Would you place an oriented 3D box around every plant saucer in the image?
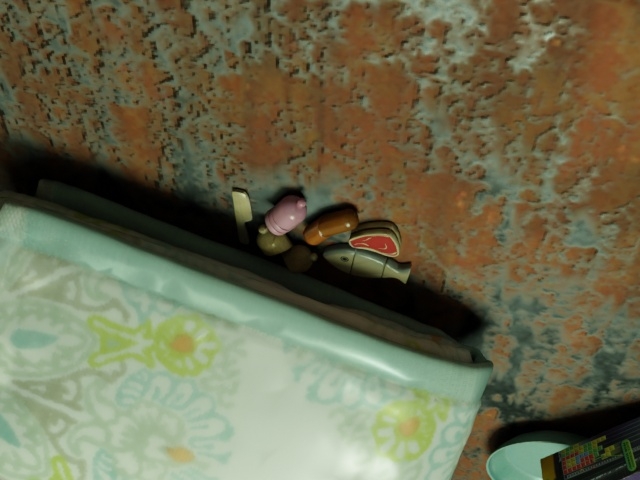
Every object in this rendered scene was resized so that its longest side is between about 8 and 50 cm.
[{"bbox_3d":[0.200,0.189,0.779,0.119,0.021,0.119,10,143,8],"label":"plant saucer"}]

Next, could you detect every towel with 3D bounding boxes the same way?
[{"bbox_3d":[-0.106,0.160,0.662,0.374,0.090,0.321,21,102,-2],"label":"towel"}]

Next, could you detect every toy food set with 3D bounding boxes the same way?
[{"bbox_3d":[0.000,0.000,0.616,0.122,0.019,0.078,10,143,10],"label":"toy food set"}]

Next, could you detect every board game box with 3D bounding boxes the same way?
[{"bbox_3d":[0.277,0.199,0.717,0.141,0.048,0.170,-33,122,28],"label":"board game box"}]
